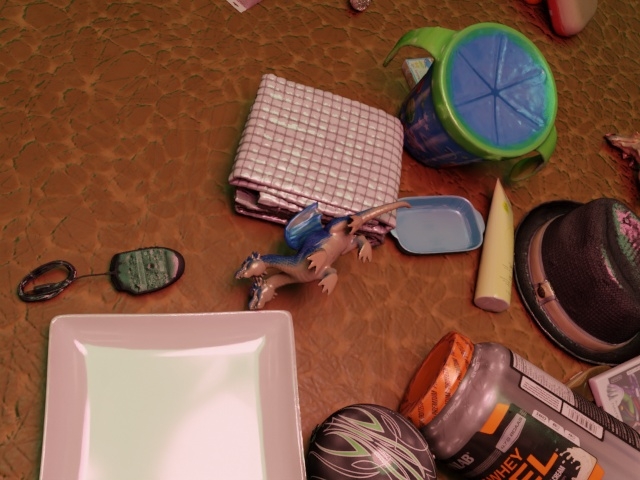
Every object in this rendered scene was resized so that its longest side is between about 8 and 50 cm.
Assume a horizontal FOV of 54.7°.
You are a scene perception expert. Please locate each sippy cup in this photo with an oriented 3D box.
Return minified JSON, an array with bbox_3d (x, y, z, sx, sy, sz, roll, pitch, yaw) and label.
[{"bbox_3d":[0.258,-0.234,1.114,0.240,0.224,0.305,-18,89,-22],"label":"sippy cup"}]

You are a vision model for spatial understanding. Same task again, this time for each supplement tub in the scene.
[{"bbox_3d":[0.287,0.279,0.897,0.316,0.193,0.193,32,60,3],"label":"supplement tub"}]

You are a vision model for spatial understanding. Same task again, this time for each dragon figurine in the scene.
[{"bbox_3d":[0.000,0.000,0.948,0.289,0.144,0.085,-43,124,-20],"label":"dragon figurine"}]

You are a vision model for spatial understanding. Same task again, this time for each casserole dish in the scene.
[{"bbox_3d":[0.205,-0.024,1.118,0.188,0.037,0.114,-4,65,-16],"label":"casserole dish"}]

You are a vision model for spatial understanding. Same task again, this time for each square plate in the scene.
[{"bbox_3d":[-0.197,0.267,0.854,0.347,0.049,0.344,0,64,-15],"label":"square plate"}]

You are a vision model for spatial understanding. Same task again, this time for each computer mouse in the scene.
[{"bbox_3d":[-0.328,0.055,0.938,0.242,0.041,0.071,-7,83,-13],"label":"computer mouse"}]

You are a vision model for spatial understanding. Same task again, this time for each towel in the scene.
[{"bbox_3d":[-0.005,-0.129,1.070,0.284,0.121,0.235,15,63,-10],"label":"towel"}]

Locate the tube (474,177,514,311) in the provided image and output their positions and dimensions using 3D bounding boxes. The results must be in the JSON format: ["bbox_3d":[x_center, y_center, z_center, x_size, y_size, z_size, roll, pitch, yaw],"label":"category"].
[{"bbox_3d":[0.322,0.009,1.115,0.062,0.070,0.240,18,61,-4],"label":"tube"}]

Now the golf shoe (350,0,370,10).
[{"bbox_3d":[0.076,-0.568,1.354,0.086,0.069,0.176,9,57,12],"label":"golf shoe"}]

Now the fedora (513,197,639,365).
[{"bbox_3d":[0.511,0.046,1.100,0.334,0.152,0.334,6,63,-13],"label":"fedora"}]

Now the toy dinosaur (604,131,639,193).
[{"bbox_3d":[0.722,-0.118,1.269,0.295,0.127,0.200,58,27,-2],"label":"toy dinosaur"}]

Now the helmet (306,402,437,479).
[{"bbox_3d":[0.070,0.304,0.836,0.169,0.161,0.169,9,68,-24],"label":"helmet"}]

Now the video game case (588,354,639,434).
[{"bbox_3d":[0.552,0.285,1.038,0.190,0.022,0.173,-16,86,-23],"label":"video game case"}]

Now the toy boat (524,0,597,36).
[{"bbox_3d":[0.540,-0.592,1.441,0.151,0.151,0.231,-46,125,-29],"label":"toy boat"}]

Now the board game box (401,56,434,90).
[{"bbox_3d":[0.243,-0.311,1.279,0.103,0.026,0.154,-11,67,-20],"label":"board game box"}]

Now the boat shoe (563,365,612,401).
[{"bbox_3d":[0.435,0.252,1.040,0.153,0.048,0.056,-23,88,-27],"label":"boat shoe"}]

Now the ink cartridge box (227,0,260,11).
[{"bbox_3d":[-0.149,-0.509,1.270,0.048,0.028,0.083,42,61,8],"label":"ink cartridge box"}]
